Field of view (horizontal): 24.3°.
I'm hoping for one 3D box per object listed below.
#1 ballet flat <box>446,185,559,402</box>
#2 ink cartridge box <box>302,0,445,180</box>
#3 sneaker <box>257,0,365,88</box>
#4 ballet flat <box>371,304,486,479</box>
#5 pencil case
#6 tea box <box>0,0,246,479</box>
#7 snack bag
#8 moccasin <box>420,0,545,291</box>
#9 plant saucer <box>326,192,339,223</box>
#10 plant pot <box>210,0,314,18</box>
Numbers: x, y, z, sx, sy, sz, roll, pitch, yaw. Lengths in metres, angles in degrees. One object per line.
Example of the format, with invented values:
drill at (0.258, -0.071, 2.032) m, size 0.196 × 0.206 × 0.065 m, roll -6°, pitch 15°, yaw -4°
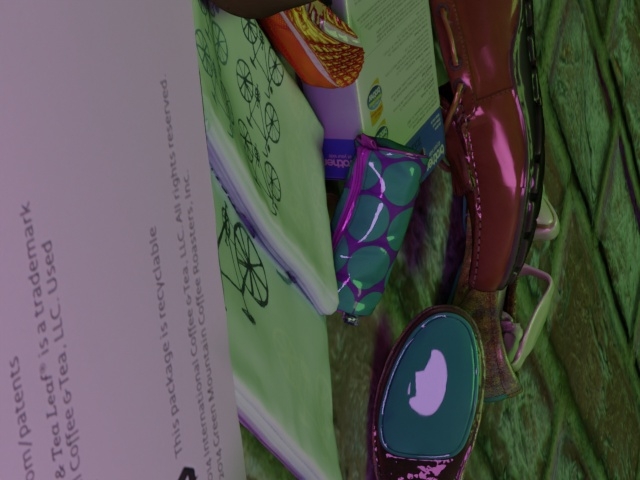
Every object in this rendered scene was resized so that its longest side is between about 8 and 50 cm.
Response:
ballet flat at (0.207, 0.015, 1.648) m, size 0.123 × 0.123 × 0.349 m, roll 48°, pitch 50°, yaw -59°
ink cartridge box at (0.040, -0.183, 1.295) m, size 0.186 × 0.065 × 0.311 m, roll -48°, pitch 133°, yaw -54°
sneaker at (-0.033, -0.185, 1.142) m, size 0.064 × 0.067 × 0.175 m, roll -46°, pitch 123°, yaw -29°
ballet flat at (0.097, 0.219, 1.473) m, size 0.106 × 0.107 × 0.316 m, roll 46°, pitch 54°, yaw -86°
pencil case at (0.035, -0.011, 1.227) m, size 0.070 × 0.064 × 0.152 m, roll 10°, pitch 104°, yaw -43°
tea box at (-0.217, -0.042, 0.383) m, size 0.220 × 0.323 × 0.329 m, roll -37°, pitch 127°, yaw -60°
snack bag at (-0.043, -0.013, 1.038) m, size 0.323 × 0.037 × 0.343 m, roll 57°, pitch 25°, yaw -56°
moccasin at (0.146, -0.136, 1.476) m, size 0.139 × 0.147 × 0.380 m, roll -58°, pitch 143°, yaw -73°
plant saucer at (0.000, 0.000, 1.287) m, size 0.083 × 0.015 × 0.083 m, roll 4°, pitch 90°, yaw -67°
plant pot at (0.022, -0.295, 0.961) m, size 0.263 × 0.229 × 0.263 m, roll 40°, pitch 44°, yaw -55°
